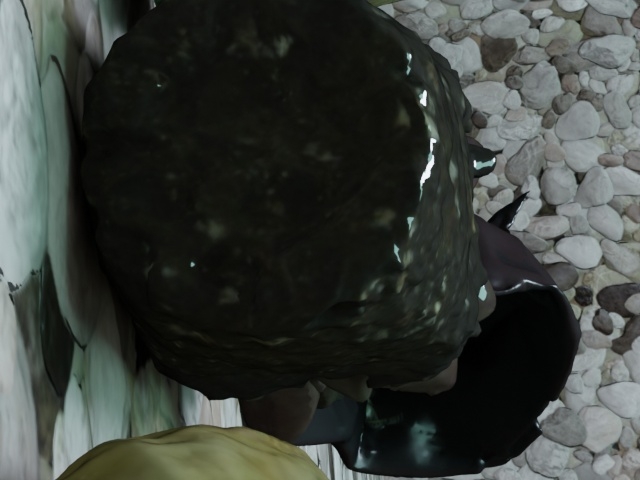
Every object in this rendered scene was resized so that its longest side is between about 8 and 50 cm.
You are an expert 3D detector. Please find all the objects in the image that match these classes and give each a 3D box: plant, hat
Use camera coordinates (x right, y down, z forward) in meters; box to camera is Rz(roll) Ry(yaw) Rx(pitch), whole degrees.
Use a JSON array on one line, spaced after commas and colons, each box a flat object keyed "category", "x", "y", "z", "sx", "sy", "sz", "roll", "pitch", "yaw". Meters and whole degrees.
[{"category": "plant", "x": -0.003, "y": 0.001, "z": 0.763, "sx": 0.320, "sy": 0.182, "sz": 0.194, "roll": 46, "pitch": 44, "yaw": -74}, {"category": "hat", "x": 0.050, "y": 0.042, "z": 1.204, "sx": 0.336, "sy": 0.238, "sz": 0.209, "roll": 25, "pitch": 33, "yaw": -50}]

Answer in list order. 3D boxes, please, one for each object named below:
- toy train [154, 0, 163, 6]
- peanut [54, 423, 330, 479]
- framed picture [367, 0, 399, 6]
[{"category": "toy train", "x": -0.051, "y": -0.140, "z": 0.767, "sx": 0.149, "sy": 0.081, "sz": 0.099, "roll": 135, "pitch": -48, "yaw": -69}, {"category": "peanut", "x": -0.034, "y": 0.140, "z": 0.591, "sx": 0.290, "sy": 0.130, "sz": 0.130, "roll": 76, "pitch": 12, "yaw": -76}, {"category": "framed picture", "x": 0.018, "y": -0.355, "z": 1.421, "sx": 0.232, "sy": 0.019, "sz": 0.296, "roll": -4, "pitch": -91, "yaw": 55}]
